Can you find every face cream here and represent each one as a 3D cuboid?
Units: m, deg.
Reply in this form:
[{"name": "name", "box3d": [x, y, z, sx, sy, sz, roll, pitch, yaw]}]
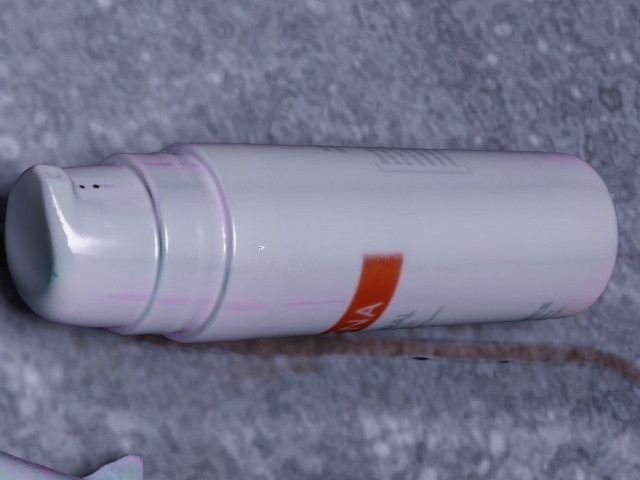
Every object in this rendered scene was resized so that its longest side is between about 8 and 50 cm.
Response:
[{"name": "face cream", "box3d": [0.000, 0.000, 0.933, 0.345, 0.102, 0.102, -2, 80, -35]}]

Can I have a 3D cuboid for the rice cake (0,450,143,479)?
[{"name": "rice cake", "box3d": [-0.197, 0.092, 0.805, 0.290, 0.051, 0.081, 27, 48, -30]}]
